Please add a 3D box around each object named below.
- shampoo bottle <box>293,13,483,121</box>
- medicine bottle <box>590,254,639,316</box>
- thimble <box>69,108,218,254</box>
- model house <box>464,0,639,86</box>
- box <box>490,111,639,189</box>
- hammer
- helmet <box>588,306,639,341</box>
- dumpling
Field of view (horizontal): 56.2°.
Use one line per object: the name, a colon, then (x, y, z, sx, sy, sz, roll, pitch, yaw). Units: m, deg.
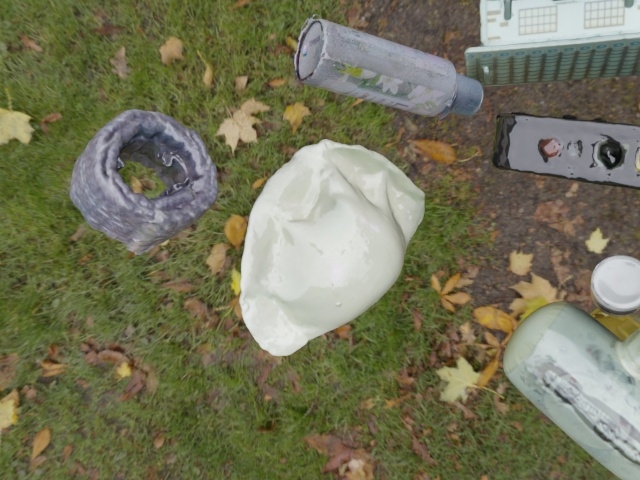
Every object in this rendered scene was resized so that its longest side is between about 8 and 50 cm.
shampoo bottle: (0.080, -0.175, 0.642, 0.214, 0.072, 0.072, 8, 89, -27)
medicine bottle: (0.316, 0.050, 0.634, 0.057, 0.089, 0.057, -5, 77, 23)
thimble: (-0.199, -0.067, 0.682, 0.150, 0.098, 0.150, 19, 59, -34)
model house: (0.285, -0.297, 0.700, 0.224, 0.198, 0.215, 0, 105, 16)
box: (0.338, -0.064, 0.496, 0.350, 0.211, 0.058, 15, 106, 33)
hammer: (0.325, 0.086, 0.554, 0.202, 0.113, 0.305, 41, 127, 14)
helmet: (0.385, 0.205, 0.849, 0.140, 0.257, 0.205, -17, 84, -3)
dumpling: (0.000, 0.000, 0.651, 0.252, 0.131, 0.179, -45, 122, -8)
